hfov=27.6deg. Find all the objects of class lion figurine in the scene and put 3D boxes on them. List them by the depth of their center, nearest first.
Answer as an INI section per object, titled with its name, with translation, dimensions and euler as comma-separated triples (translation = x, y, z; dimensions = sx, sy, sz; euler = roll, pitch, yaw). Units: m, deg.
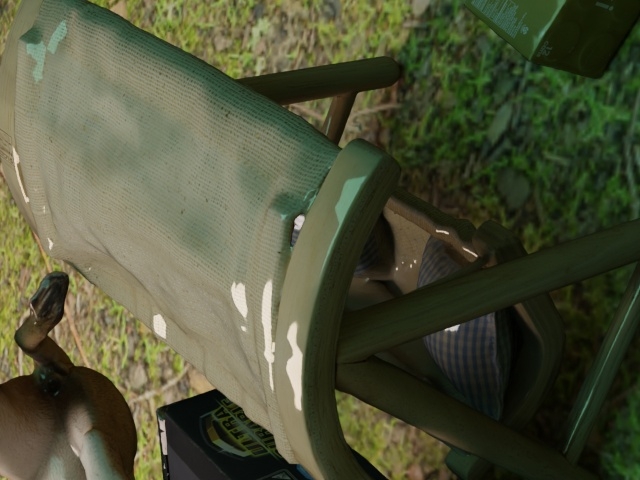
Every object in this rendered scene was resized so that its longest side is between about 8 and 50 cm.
[lion figurine]
translation = -0.145, 0.198, 0.788
dimensions = 0.240, 0.142, 0.392
euler = -114, 27, -82

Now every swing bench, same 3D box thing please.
[swing bench]
translation = 0.000, 0.000, 0.631
dimensions = 0.253, 0.254, 0.165
euler = 34, 111, 43

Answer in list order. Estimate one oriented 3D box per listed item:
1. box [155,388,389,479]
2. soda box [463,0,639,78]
[box]
translation = 0.026, 0.256, 0.623
dimensions = 0.295, 0.073, 0.293
euler = 35, 133, 48
[soda box]
translation = 0.149, -0.172, 0.633
dimensions = 0.058, 0.061, 0.181
euler = 50, 120, 37
